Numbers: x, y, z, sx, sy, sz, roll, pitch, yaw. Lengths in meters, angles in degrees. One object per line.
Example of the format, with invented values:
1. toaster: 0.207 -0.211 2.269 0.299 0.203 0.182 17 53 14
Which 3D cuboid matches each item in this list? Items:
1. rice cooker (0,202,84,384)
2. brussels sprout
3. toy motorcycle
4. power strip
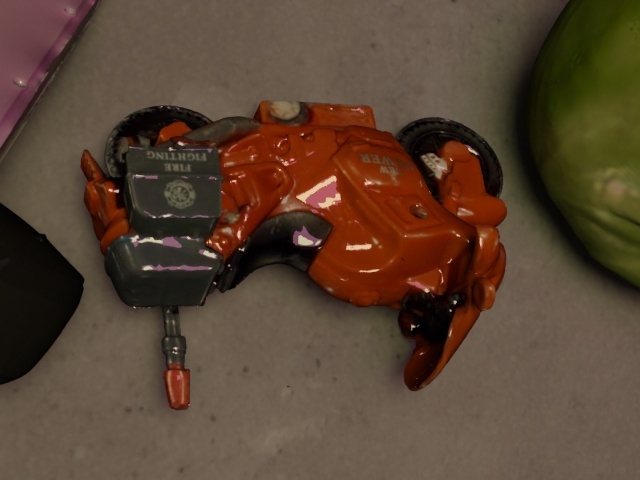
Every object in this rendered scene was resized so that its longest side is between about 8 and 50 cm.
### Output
1. rice cooker: -0.251 0.013 0.575 0.203 0.142 0.118 26 88 -9
2. brussels sprout: 0.318 -0.106 0.694 0.327 0.328 0.247 26 50 -12
3. toy motorcycle: 0.000 0.000 0.660 0.325 0.148 0.221 0 61 -19
4. power strip: -0.222 -0.118 0.578 0.109 0.037 0.279 26 40 -13
